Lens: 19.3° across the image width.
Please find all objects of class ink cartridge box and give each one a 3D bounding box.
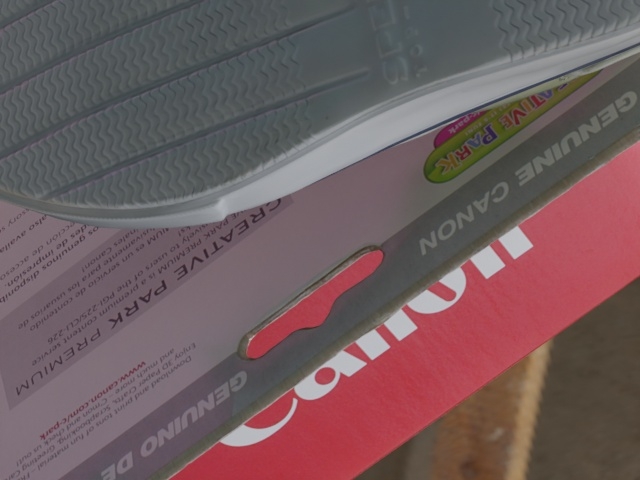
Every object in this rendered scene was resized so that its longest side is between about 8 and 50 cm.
[{"bbox_3d":[0.000,0.000,0.773,0.309,0.130,0.272,-36,-143,8],"label":"ink cartridge box"}]

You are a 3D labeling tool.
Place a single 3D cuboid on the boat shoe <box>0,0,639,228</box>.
[{"bbox_3d":[0.013,-0.066,0.626,0.302,0.094,0.109,-11,-100,26],"label":"boat shoe"}]
